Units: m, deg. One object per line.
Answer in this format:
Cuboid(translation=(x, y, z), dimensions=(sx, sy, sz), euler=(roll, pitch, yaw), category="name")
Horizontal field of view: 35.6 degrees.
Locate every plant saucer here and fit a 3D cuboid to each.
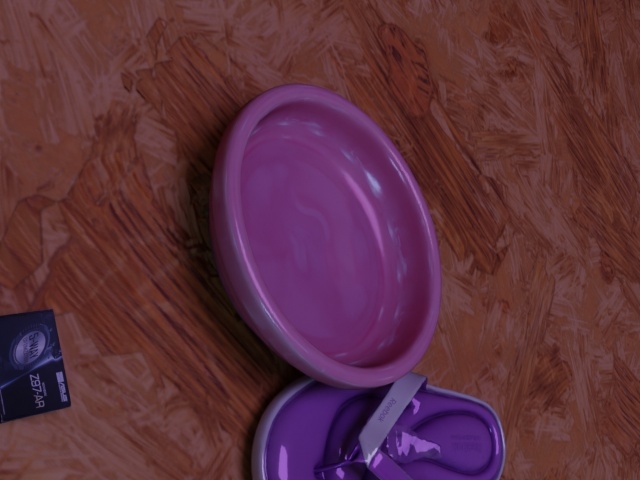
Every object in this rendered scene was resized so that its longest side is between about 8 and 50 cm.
Cuboid(translation=(0.000, 0.000, 1.064), dimensions=(0.332, 0.084, 0.332), euler=(24, 55, -40), category="plant saucer")

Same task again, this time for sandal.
Cuboid(translation=(0.093, 0.214, 1.091), dimensions=(0.416, 0.102, 0.170), euler=(5, 71, -48), category="sandal")

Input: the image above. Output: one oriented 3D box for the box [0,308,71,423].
Cuboid(translation=(-0.240, 0.101, 0.802), dimensions=(0.067, 0.018, 0.083), euler=(-4, 80, -50), category="box")
